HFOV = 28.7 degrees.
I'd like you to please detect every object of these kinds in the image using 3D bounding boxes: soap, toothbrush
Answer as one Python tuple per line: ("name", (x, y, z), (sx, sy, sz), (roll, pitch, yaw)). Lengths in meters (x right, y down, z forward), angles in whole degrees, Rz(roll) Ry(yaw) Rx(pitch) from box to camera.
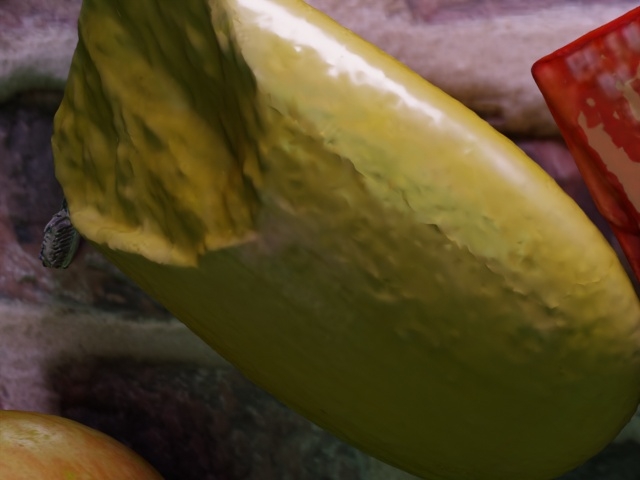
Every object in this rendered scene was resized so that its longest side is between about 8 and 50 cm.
("soap", (-0.002, 0.001, 0.772), (0.427, 0.115, 0.306), (36, 138, 6))
("toothbrush", (-0.170, -0.105, 0.902), (0.026, 0.028, 0.294), (24, 115, 17))

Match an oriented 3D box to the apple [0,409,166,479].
("apple", (-0.253, 0.287, 0.934), (0.339, 0.339, 0.339), (11, 116, 25))

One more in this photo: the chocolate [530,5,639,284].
("chocolate", (0.267, -0.045, 0.635), (0.237, 0.108, 0.235), (-26, 96, 33))
